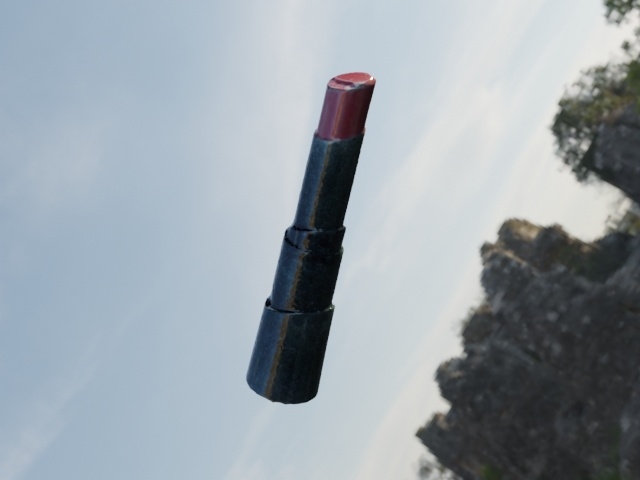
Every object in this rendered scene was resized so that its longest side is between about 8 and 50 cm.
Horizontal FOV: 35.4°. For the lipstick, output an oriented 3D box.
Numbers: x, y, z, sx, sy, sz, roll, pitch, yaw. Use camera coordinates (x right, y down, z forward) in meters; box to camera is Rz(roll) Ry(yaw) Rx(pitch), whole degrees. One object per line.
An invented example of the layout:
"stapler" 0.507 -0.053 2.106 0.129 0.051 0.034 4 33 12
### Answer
"lipstick" 0.000 0.000 0.679 0.053 0.054 0.234 -31 -40 -61
